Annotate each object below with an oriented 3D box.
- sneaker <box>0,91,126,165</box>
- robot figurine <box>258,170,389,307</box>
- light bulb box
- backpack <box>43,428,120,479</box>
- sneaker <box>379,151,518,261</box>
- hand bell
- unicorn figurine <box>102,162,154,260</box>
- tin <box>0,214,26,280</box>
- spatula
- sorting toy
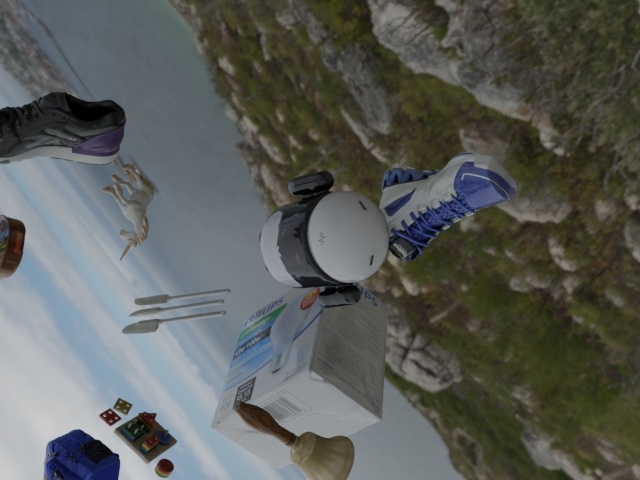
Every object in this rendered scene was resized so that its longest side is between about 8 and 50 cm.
[{"bbox_3d":[-0.475,-0.206,1.028,0.124,0.283,0.107,-54,51,45],"label":"sneaker"},{"bbox_3d":[0.002,0.001,1.140,0.209,0.174,0.278,44,149,-25],"label":"robot figurine"},{"bbox_3d":[-0.038,0.304,1.507,0.225,0.358,0.361,41,-147,-21],"label":"light bulb box"},{"bbox_3d":[-0.398,0.368,0.990,0.120,0.101,0.098,26,108,29],"label":"backpack"},{"bbox_3d":[0.212,-0.048,1.163,0.127,0.182,0.315,35,158,-29],"label":"sneaker"},{"bbox_3d":[-0.065,0.367,1.134,0.242,0.126,0.126,39,170,-22],"label":"hand bell"},{"bbox_3d":[-0.335,-0.063,1.085,0.060,0.162,0.111,-14,126,34],"label":"unicorn figurine"},{"bbox_3d":[-0.560,0.023,1.040,0.189,0.106,0.040,-17,152,37],"label":"tin"},{"bbox_3d":[-0.338,0.165,1.455,0.168,0.241,0.019,-101,5,-70],"label":"spatula"},{"bbox_3d":[-0.482,0.526,1.693,0.274,0.046,0.132,37,-162,14],"label":"sorting toy"}]
